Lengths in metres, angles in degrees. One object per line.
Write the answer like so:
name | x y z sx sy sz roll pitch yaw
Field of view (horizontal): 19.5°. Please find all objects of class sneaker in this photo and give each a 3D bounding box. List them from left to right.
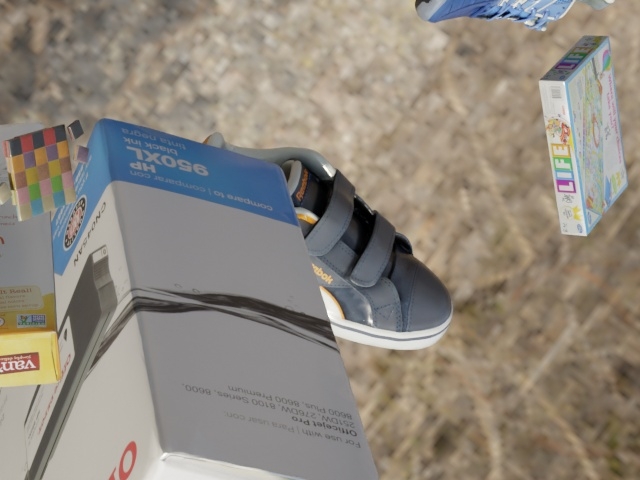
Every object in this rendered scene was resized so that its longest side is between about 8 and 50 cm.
sneaker | 0.000 0.000 1.845 0.126 0.321 0.127 -79 -165 -49
sneaker | 0.184 -0.232 1.699 0.211 0.081 0.080 -20 173 -22

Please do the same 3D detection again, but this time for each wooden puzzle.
wooden puzzle | -0.169 -0.042 1.126 0.083 0.006 0.049 -23 111 -51

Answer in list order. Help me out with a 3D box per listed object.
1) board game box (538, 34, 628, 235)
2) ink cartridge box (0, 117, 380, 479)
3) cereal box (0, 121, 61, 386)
board game box | 0.241 -0.096 1.693 0.103 0.026 0.154 -43 129 -47
ink cartridge box | -0.119 0.143 1.338 0.166 0.395 0.285 16 119 -23
cereal box | -0.259 0.008 1.206 0.173 0.240 0.047 -5 127 -8
